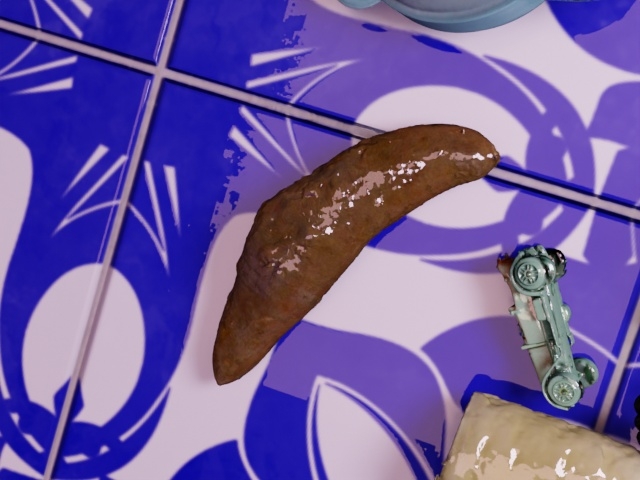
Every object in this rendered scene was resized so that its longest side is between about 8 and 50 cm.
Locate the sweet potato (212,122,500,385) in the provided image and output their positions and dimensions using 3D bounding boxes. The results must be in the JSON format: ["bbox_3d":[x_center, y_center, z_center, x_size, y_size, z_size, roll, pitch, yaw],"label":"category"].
[{"bbox_3d":[-0.001,-0.004,0.846,0.341,0.092,0.114,-41,102,11],"label":"sweet potato"}]

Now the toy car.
[{"bbox_3d":[0.201,0.075,0.824,0.054,0.073,0.143,-15,91,27],"label":"toy car"}]

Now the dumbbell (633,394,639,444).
[{"bbox_3d":[0.322,0.117,0.774,0.099,0.099,0.208,24,72,9],"label":"dumbbell"}]

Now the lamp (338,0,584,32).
[{"bbox_3d":[0.150,-0.278,0.776,0.284,0.147,0.209,10,93,9],"label":"lamp"}]

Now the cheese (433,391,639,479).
[{"bbox_3d":[0.189,0.211,0.809,0.167,0.094,0.123,20,71,15],"label":"cheese"}]
